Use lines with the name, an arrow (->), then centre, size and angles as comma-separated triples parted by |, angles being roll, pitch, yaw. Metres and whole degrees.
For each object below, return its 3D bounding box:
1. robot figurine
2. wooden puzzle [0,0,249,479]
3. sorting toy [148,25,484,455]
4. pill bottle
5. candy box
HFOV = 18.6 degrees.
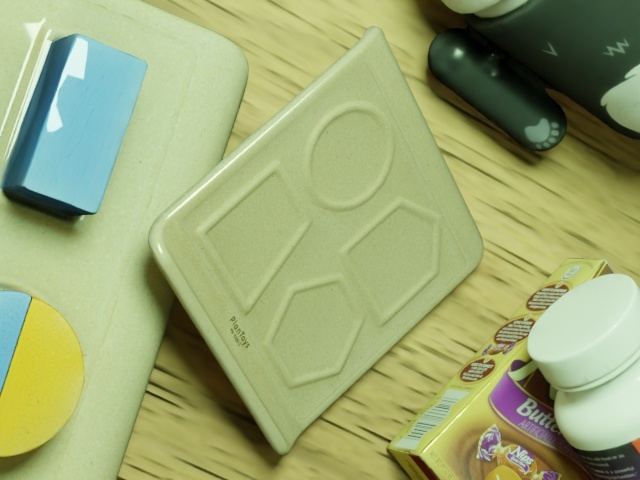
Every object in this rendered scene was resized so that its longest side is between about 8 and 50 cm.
robot figurine -> 0.186, -0.174, 1.234 | 0.278, 0.173, 0.209 | 32, 67, -22
wooden puzzle -> -0.218, -0.019, 1.081 | 0.348, 0.080, 0.322 | 22, 80, -28
sorting toy -> 0.000, 0.000, 1.199 | 0.208, 0.038, 0.193 | -45, 129, -21
pill bottle -> 0.215, 0.117, 1.229 | 0.108, 0.108, 0.193 | -45, 111, -17
candy box -> 0.146, 0.112, 1.285 | 0.186, 0.053, 0.109 | -45, 108, -19
